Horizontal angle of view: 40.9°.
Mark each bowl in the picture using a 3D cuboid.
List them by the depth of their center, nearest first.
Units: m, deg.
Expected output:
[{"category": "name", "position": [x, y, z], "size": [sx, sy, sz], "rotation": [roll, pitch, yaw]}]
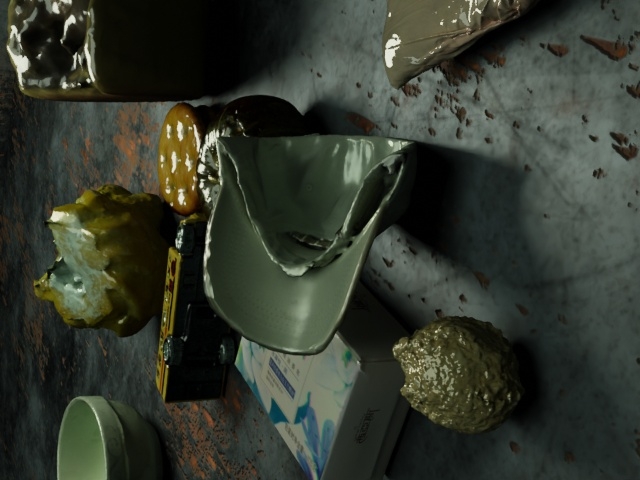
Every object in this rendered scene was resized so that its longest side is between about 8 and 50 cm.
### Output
[{"category": "bowl", "position": [-0.438, 0.480, 1.815], "size": [0.307, 0.163, 0.307], "rotation": [-3, 87, 58]}]

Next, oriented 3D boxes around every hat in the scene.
[{"category": "hat", "position": [-0.002, -0.006, 1.065], "size": [0.257, 0.168, 0.302], "rotation": [8, 81, 28]}]

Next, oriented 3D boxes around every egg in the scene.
[{"category": "egg", "position": [0.149, 0.141, 0.918], "size": [0.140, 0.118, 0.116], "rotation": [43, 146, 31]}]

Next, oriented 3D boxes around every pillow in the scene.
[{"category": "pillow", "position": [0.157, -0.294, 0.954], "size": [0.270, 0.067, 0.173], "rotation": [-21, 67, 55]}]

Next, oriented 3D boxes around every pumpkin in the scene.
[{"category": "pumpkin", "position": [-0.097, -0.096, 1.273], "size": [0.238, 0.159, 0.238], "rotation": [-5, 84, 57]}]

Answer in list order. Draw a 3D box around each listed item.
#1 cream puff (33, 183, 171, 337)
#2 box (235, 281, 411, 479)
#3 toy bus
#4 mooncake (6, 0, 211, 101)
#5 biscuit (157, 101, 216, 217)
[{"category": "cream puff", "position": [-0.401, 0.037, 1.730], "size": [0.274, 0.270, 0.323], "rotation": [40, 132, 9]}, {"category": "box", "position": [0.003, 0.161, 1.152], "size": [0.274, 0.116, 0.203], "rotation": [47, 128, 48]}, {"category": "toy bus", "position": [-0.214, 0.115, 1.504], "size": [0.123, 0.121, 0.336], "rotation": [-144, 59, -60]}, {"category": "mooncake", "position": [-0.393, -0.366, 1.529], "size": [0.393, 0.393, 0.246], "rotation": [-6, -80, -82]}, {"category": "biscuit", "position": [-0.240, -0.146, 1.590], "size": [0.220, 0.066, 0.221], "rotation": [2, 93, 58]}]
